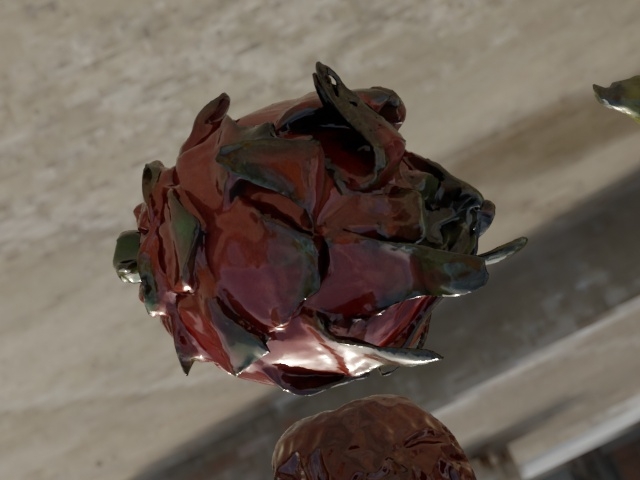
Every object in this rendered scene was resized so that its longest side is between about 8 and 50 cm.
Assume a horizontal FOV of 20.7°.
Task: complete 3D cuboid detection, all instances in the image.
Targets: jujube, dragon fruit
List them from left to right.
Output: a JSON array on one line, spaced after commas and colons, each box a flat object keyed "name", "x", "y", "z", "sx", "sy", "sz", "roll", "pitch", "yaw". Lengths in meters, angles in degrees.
[{"name": "dragon fruit", "x": 0.000, "y": 0.000, "z": 1.089, "sx": 0.274, "sy": 0.192, "sz": 0.193, "roll": -5, "pitch": 170, "yaw": 19}, {"name": "jujube", "x": 0.063, "y": 0.285, "z": 1.860, "sx": 0.213, "sy": 0.232, "sz": 0.213, "roll": -18, "pitch": 167, "yaw": -5}]

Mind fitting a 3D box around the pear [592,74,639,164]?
[{"name": "pear", "x": 0.362, "y": -0.070, "z": 1.128, "sx": 0.375, "sy": 0.287, "sz": 0.287, "roll": 7, "pitch": 168, "yaw": 7}]
